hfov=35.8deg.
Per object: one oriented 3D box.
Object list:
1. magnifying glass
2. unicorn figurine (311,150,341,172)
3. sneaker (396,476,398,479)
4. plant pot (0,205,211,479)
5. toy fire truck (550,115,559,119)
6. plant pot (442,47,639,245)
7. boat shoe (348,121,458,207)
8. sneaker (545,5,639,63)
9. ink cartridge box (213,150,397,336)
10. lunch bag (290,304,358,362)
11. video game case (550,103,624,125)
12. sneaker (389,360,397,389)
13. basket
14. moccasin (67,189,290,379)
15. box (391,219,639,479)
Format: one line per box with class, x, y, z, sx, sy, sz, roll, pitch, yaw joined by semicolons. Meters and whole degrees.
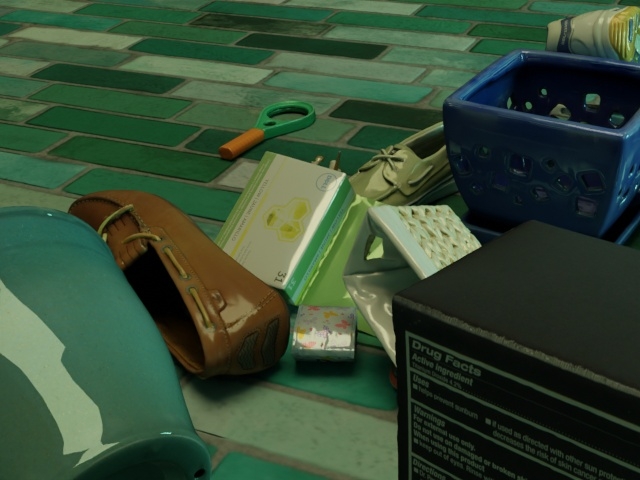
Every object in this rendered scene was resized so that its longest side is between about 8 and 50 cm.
magnifying glass;-0.090;-0.188;1.657;0.092;0.026;0.231;14;34;29
unicorn figurine;-0.017;-0.084;1.416;0.162;0.060;0.111;-31;21;19
sneaker;0.130;0.202;0.876;0.094;0.090;0.235;19;36;18
plant pot;-0.236;0.152;0.844;0.271;0.272;0.255;-23;48;-30
toy fire truck;0.401;-0.150;1.510;0.135;0.047;0.192;-13;29;-17
plant pot;0.305;-0.100;1.263;0.236;0.212;0.236;14;34;31
boat shoe;0.104;-0.090;1.386;0.109;0.094;0.302;22;38;38
sneaker;0.411;-0.261;1.424;0.131;0.112;0.296;5;-10;30
ink cartridge box;0.000;0.000;1.186;0.235;0.056;0.171;18;68;29
lunch bag;0.005;0.108;1.088;0.071;0.053;0.083;1;20;3
video game case;0.458;-0.189;1.532;0.190;0.022;0.173;-4;19;-43
sneaker;0.106;0.097;1.080;0.061;0.065;0.158;-1;30;7
basket;0.113;0.051;0.999;0.103;0.113;0.167;-10;47;-30
moccasin;-0.199;0.048;1.150;0.147;0.139;0.380;-15;39;-37
box;0.215;0.175;0.673;0.296;0.294;0.182;20;34;40
